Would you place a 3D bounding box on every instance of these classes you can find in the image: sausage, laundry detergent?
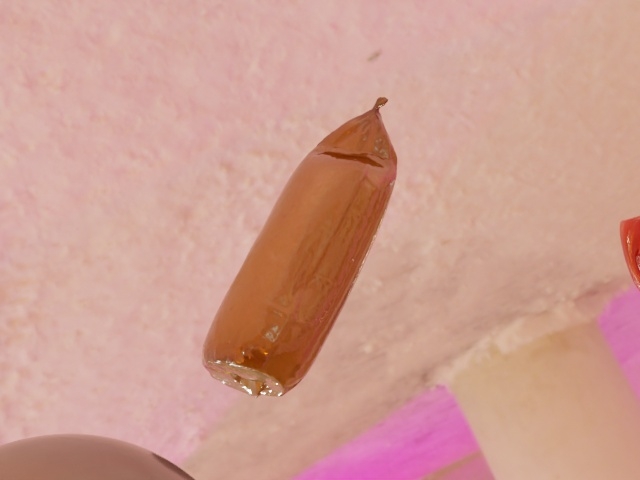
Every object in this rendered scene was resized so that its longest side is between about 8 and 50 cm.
[{"bbox_3d":[-0.005,-0.002,0.926,0.112,0.112,0.328,99,16,-64],"label":"sausage"},{"bbox_3d":[0.471,0.044,1.341,0.097,0.165,0.049,-14,177,-23],"label":"laundry detergent"}]

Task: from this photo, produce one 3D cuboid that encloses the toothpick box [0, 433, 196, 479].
[{"bbox_3d":[-0.119,0.229,0.524,0.229,0.229,0.316,-18,157,-13],"label":"toothpick box"}]
